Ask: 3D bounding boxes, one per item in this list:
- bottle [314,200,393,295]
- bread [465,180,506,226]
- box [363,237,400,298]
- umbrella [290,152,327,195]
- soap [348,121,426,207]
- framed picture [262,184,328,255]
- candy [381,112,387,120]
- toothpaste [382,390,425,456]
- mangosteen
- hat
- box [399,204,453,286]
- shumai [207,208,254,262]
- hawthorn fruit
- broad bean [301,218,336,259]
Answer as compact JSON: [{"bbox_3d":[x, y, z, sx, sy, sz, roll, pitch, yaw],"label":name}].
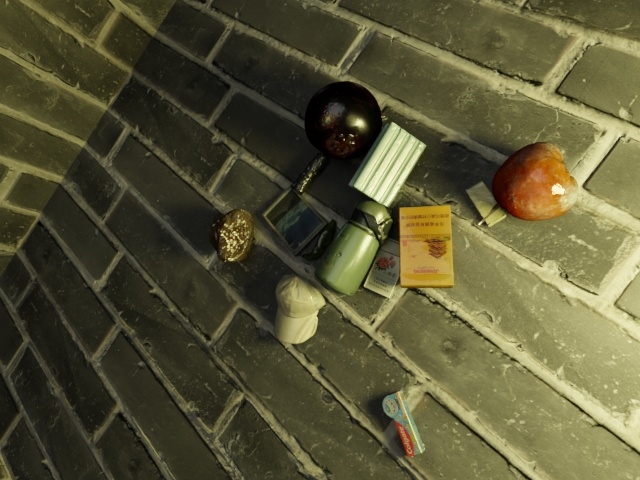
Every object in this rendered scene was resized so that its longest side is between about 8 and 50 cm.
[{"bbox_3d":[0.127,0.017,1.573,0.168,0.168,0.347,32,94,29],"label":"bottle"},{"bbox_3d":[0.552,-0.125,1.479,0.068,0.028,0.153,-33,65,16],"label":"bread"},{"bbox_3d":[0.241,0.097,1.579,0.109,0.029,0.198,24,89,29],"label":"box"},{"bbox_3d":[-0.028,-0.288,1.790,0.066,0.059,0.235,42,93,15],"label":"umbrella"},{"bbox_3d":[0.240,-0.271,1.597,0.160,0.087,0.265,30,93,-14],"label":"soap"},{"bbox_3d":[-0.108,-0.085,1.804,0.189,0.023,0.260,-45,62,7],"label":"framed picture"},{"bbox_3d":[0.209,-0.522,1.741,0.045,0.043,0.175,-36,61,16],"label":"candy"},{"bbox_3d":[0.266,0.597,1.435,0.070,0.044,0.193,-28,66,19],"label":"toothpaste"},{"bbox_3d":[0.095,-0.456,1.656,0.297,0.297,0.313,12,45,28],"label":"mangosteen"},{"bbox_3d":[-0.117,0.257,1.659,0.219,0.164,0.226,12,62,30],"label":"hat"},{"bbox_3d":[0.355,0.022,1.496,0.174,0.076,0.274,-2,76,15],"label":"box"},{"bbox_3d":[-0.380,-0.014,1.864,0.185,0.184,0.218,-12,83,60],"label":"shumai"},{"bbox_3d":[0.635,-0.179,1.337,0.263,0.231,0.235,11,58,26],"label":"hawthorn fruit"},{"bbox_3d":[0.004,0.007,1.710,0.061,0.046,0.195,44,100,25],"label":"broad bean"}]
